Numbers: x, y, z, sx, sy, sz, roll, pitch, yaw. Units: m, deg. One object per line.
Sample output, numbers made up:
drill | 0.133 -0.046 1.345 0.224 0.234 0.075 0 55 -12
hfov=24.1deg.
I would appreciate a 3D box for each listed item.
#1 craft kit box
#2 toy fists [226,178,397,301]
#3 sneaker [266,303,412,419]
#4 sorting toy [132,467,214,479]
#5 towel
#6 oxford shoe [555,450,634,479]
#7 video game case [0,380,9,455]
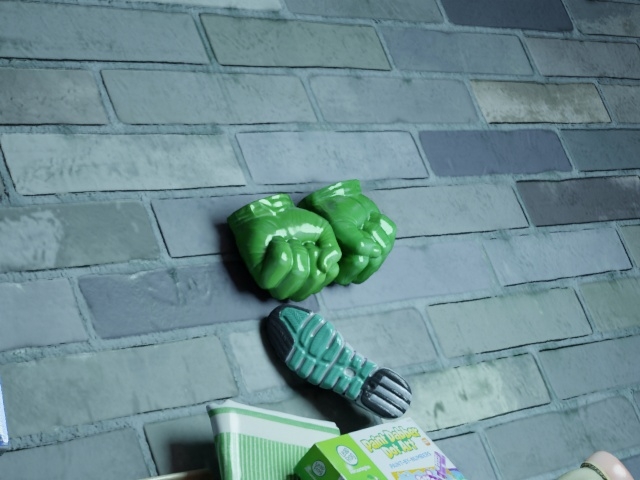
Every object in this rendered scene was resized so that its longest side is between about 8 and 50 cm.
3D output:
craft kit box | 0.119 0.341 1.879 0.246 0.061 0.250 44 23 22
toy fists | 0.000 0.000 2.088 0.279 0.096 0.142 -14 75 -49
sneaker | 0.018 0.174 2.020 0.224 0.098 0.083 37 76 6
sorting toy | -0.157 0.362 1.723 0.348 0.047 0.196 -2 65 -45
towel | -0.032 0.361 1.820 0.248 0.038 0.325 21 50 -50
oxford shoe | 0.435 0.511 2.161 0.146 0.140 0.397 -25 86 -18
video game case | -0.467 0.102 1.593 0.244 0.061 0.269 7 59 -40
